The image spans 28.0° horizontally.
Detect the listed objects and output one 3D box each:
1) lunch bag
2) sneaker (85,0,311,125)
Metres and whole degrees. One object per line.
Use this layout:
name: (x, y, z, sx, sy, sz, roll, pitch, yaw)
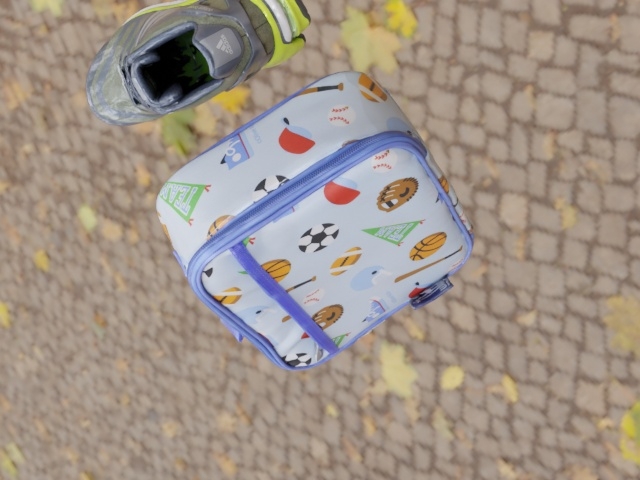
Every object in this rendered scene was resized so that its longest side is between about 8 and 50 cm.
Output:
lunch bag: (0.000, 0.000, 1.133, 0.115, 0.243, 0.303, 57, -178, 31)
sneaker: (-0.147, -0.168, 1.212, 0.300, 0.121, 0.111, -19, 106, 49)
